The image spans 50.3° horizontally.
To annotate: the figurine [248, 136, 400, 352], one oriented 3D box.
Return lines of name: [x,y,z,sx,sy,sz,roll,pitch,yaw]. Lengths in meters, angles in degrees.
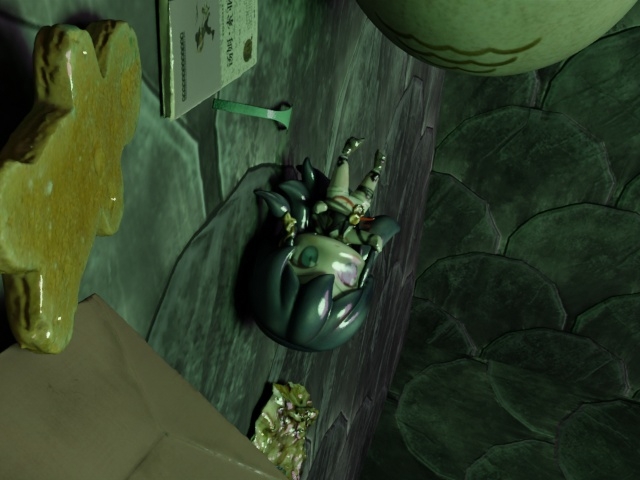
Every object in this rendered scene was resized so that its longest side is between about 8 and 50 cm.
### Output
figurine: [0.003,0.015,0.895,0.265,0.175,0.197,-60,164,-28]

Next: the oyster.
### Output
oyster: [-0.063,0.339,1.118,0.223,0.083,0.214,49,53,-65]

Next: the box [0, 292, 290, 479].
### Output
box: [-0.133,0.160,0.382,0.086,0.215,0.215,-44,-179,26]

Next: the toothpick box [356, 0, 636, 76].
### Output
toothpick box: [0.187,-0.414,0.715,0.425,0.408,0.409,41,63,-68]

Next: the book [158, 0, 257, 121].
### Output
book: [-0.096,-0.197,0.616,0.182,0.014,0.127,-56,156,-55]

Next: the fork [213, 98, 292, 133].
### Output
fork: [-0.064,-0.143,0.776,0.235,0.021,0.039,-25,124,-73]

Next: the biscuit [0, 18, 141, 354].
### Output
biscuit: [-0.148,-0.051,0.409,0.153,0.030,0.234,97,-3,-49]
